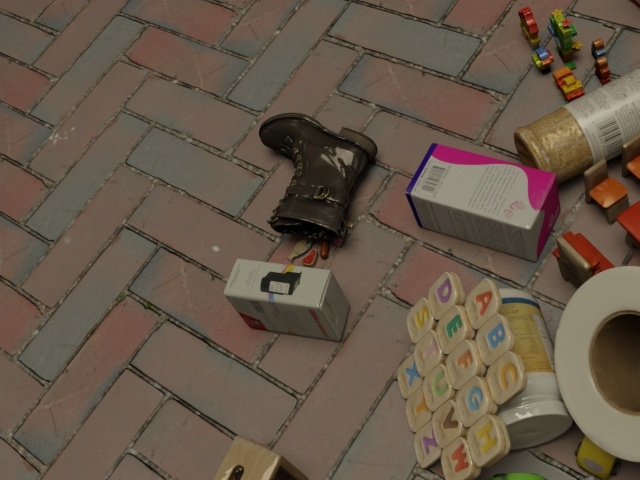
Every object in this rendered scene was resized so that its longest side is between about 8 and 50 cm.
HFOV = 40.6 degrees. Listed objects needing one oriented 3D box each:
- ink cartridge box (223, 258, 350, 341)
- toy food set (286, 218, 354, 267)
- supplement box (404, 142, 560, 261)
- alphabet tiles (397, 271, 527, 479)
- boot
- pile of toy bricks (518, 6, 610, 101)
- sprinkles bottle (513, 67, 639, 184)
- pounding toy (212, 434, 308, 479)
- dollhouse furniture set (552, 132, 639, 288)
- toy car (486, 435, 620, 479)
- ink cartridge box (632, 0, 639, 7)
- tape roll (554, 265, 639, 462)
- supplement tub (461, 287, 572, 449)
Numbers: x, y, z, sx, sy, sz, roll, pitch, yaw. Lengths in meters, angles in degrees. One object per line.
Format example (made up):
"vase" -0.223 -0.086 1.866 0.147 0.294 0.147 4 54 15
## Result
"ink cartridge box" -0.052 0.099 1.437 0.175 0.127 0.072 6 60 23
"toy food set" 0.000 0.000 1.544 0.078 0.019 0.122 32 75 33
"supplement box" 0.270 -0.064 1.428 0.220 0.114 0.111 19 67 30
"alphabet tiles" 0.188 0.194 1.233 0.021 0.278 0.284 7 52 -25
"boot" -0.038 -0.113 1.570 0.263 0.091 0.229 14 58 25
"pile of toy bricks" 0.437 -0.361 1.552 0.118 0.105 0.212 -23 55 6
"sprinkles bottle" 0.502 -0.210 1.424 0.355 0.121 0.121 -27 54 3
"pounding toy" -0.127 0.380 1.243 0.094 0.206 0.181 17 67 28
"dollhouse furniture set" 0.487 -0.018 1.303 0.259 0.135 0.262 -35 54 -3
"toy car" 0.330 0.347 1.186 0.225 0.053 0.239 -7 58 16
"ink cartridge box" 0.650 -0.449 1.425 0.130 0.272 0.309 -31 54 0
"tape roll" 0.451 0.155 1.118 0.246 0.169 0.246 -8 81 56
"supplement tub" 0.272 0.186 1.251 0.144 0.144 0.200 -18 55 9
